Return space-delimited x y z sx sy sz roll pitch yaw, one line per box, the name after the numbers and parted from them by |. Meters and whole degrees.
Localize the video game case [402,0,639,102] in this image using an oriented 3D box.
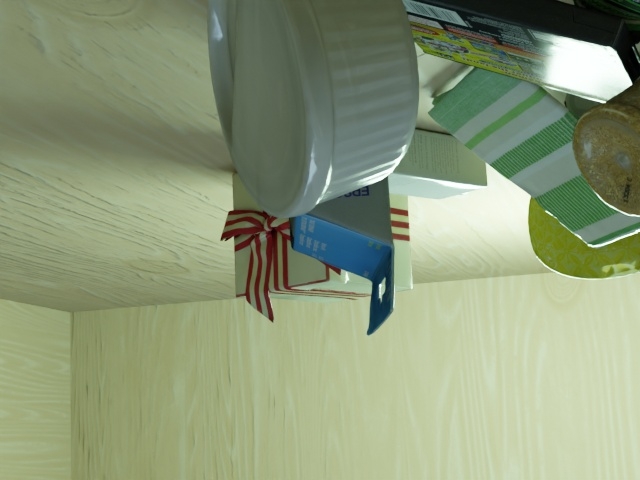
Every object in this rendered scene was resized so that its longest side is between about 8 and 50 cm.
0.198 -0.212 1.237 0.275 0.035 0.248 20 179 24 | video game case

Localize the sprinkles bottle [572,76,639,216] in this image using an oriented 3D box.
0.409 -0.157 1.192 0.355 0.121 0.121 -33 -176 -26 | sprinkles bottle

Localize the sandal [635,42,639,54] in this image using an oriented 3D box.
0.330 -0.214 1.429 0.240 0.079 0.088 1 169 -16 | sandal

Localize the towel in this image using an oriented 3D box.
0.312 -0.116 1.600 0.325 0.038 0.248 38 162 -6 | towel

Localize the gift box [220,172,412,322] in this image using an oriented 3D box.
0.000 0.000 2.044 0.255 0.276 0.258 -19 160 42 | gift box

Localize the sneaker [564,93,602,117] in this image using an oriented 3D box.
0.398 -0.196 1.515 0.191 0.071 0.083 -16 -166 28 | sneaker

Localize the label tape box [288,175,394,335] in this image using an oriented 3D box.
0.013 -0.072 1.390 0.115 0.347 0.249 -2 170 -3 | label tape box

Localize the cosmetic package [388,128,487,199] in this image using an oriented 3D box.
0.147 -0.123 1.898 0.231 0.085 0.117 4 169 -40 | cosmetic package

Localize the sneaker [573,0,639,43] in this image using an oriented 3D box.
0.390 -0.253 1.070 0.344 0.134 0.146 -6 169 22 | sneaker

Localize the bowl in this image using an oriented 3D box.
0.447 -0.091 1.850 0.290 0.289 0.156 -8 126 28 | bowl

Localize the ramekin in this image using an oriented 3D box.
-0.009 -0.165 1.151 0.127 0.272 0.273 -13 174 -21 | ramekin
